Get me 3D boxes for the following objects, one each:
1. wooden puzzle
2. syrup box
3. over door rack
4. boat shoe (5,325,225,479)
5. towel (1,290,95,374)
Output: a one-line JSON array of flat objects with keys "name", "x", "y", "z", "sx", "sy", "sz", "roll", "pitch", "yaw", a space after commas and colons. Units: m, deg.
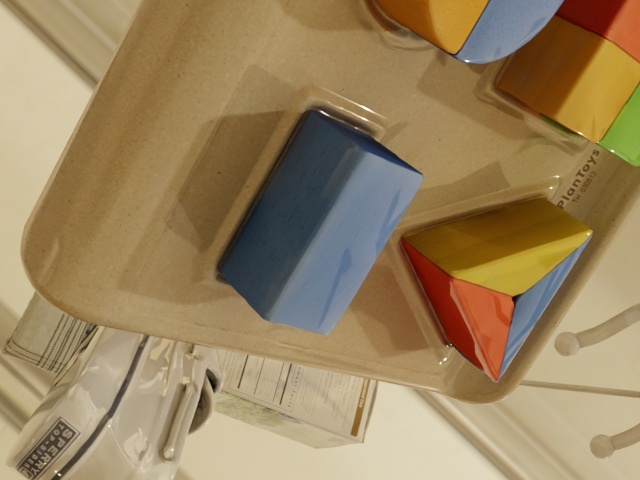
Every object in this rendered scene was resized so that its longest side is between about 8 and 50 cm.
[{"name": "wooden puzzle", "x": 0.071, "y": -0.058, "z": 0.544, "sx": 0.322, "sy": 0.348, "sz": 0.080, "roll": -59, "pitch": -139, "yaw": 13}, {"name": "syrup box", "x": -0.064, "y": 0.129, "z": 1.065, "sx": 0.093, "sy": 0.237, "sz": 0.096, "roll": -23, "pitch": -132, "yaw": 57}, {"name": "over door rack", "x": 0.213, "y": 0.062, "z": 0.941, "sx": 0.108, "sy": 0.239, "sz": 0.324, "roll": -33, "pitch": -156, "yaw": -28}, {"name": "boat shoe", "x": -0.101, "y": 0.081, "z": 0.618, "sx": 0.095, "sy": 0.084, "sz": 0.258, "roll": -47, "pitch": -170, "yaw": 22}, {"name": "towel", "x": -0.251, "y": 0.086, "z": 1.537, "sx": 0.324, "sy": 0.312, "sz": 0.056, "roll": -60, "pitch": -156, "yaw": 11}]
